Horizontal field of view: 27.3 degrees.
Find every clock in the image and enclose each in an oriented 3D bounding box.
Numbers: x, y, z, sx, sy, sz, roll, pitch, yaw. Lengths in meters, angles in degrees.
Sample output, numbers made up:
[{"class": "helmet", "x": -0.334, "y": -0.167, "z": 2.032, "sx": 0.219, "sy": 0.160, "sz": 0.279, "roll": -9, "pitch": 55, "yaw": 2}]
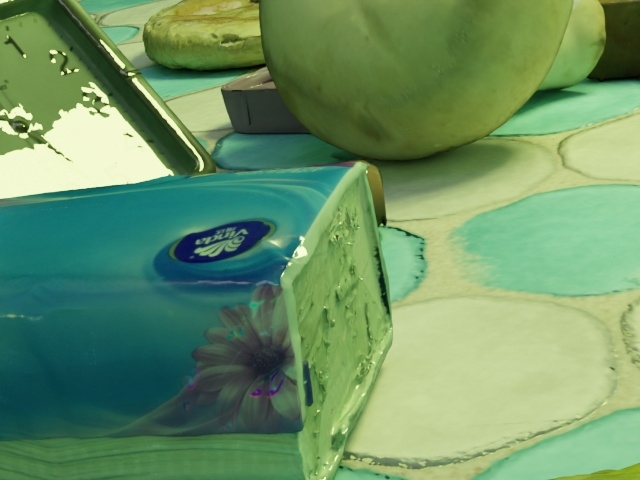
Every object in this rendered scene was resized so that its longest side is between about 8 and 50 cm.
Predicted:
[{"class": "clock", "x": -0.023, "y": -0.155, "z": 1.428, "sx": 0.152, "sy": 0.050, "sz": 0.110, "roll": 3, "pitch": 23, "yaw": 30}, {"class": "clock", "x": -0.262, "y": -0.098, "z": 1.160, "sx": 0.279, "sy": 0.049, "sz": 0.273, "roll": 49, "pitch": 45, "yaw": 13}]

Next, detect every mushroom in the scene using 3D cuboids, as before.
[{"class": "mushroom", "x": 0.118, "y": -0.235, "z": 1.240, "sx": 0.356, "sy": 0.315, "sz": 0.315, "roll": -12, "pitch": 20, "yaw": -7}]

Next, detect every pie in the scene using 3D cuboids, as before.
[{"class": "pie", "x": -0.097, "y": -0.299, "z": 1.830, "sx": 0.337, "sy": 0.075, "sz": 0.337, "roll": -8, "pitch": 25, "yaw": 4}]

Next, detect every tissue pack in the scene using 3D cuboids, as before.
[{"class": "tissue pack", "x": -0.107, "y": 0.049, "z": 0.766, "sx": 0.263, "sy": 0.146, "sz": 0.198, "roll": -3, "pitch": 21, "yaw": 17}]

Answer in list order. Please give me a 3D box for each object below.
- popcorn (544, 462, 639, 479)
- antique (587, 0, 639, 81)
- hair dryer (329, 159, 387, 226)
[{"class": "popcorn", "x": 0.097, "y": 0.152, "z": 0.366, "sx": 0.198, "sy": 0.198, "sz": 0.212, "roll": 10, "pitch": 14, "yaw": 43}, {"class": "antique", "x": 0.429, "y": -0.221, "z": 1.350, "sx": 0.310, "sy": 0.087, "sz": 0.093, "roll": 1, "pitch": 21, "yaw": 28}, {"class": "hair dryer", "x": 0.000, "y": 0.000, "z": 0.995, "sx": 0.117, "sy": 0.064, "sz": 0.182, "roll": -9, "pitch": 28, "yaw": -3}]
